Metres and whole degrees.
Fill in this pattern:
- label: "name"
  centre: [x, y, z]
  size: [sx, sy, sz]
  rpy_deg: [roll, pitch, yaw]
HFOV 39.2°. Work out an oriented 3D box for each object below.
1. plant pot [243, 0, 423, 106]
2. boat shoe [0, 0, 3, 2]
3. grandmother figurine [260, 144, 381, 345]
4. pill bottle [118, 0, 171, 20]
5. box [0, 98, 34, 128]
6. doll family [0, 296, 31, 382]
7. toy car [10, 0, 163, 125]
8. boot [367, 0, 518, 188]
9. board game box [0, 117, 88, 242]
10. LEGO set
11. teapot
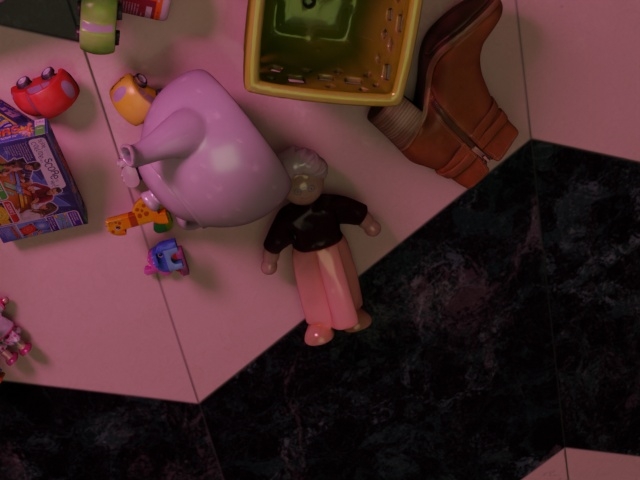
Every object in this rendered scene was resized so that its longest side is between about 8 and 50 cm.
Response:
- label: "plant pot"
  centre: [0.003, -0.330, 1.267]
  size: [0.228, 0.207, 0.227]
  rpy_deg: [4, 113, -13]
- label: "boat shoe"
  centre: [-0.418, -0.351, 1.139]
  size: [0.320, 0.103, 0.118]
  rpy_deg: [-13, 157, 39]
- label: "grandmother figurine"
  centre: [0.000, 0.000, 1.474]
  size: [0.207, 0.104, 0.342]
  rpy_deg: [-24, 119, -14]
- label: "pill bottle"
  centre: [-0.284, -0.365, 1.262]
  size: [0.152, 0.086, 0.086]
  rpy_deg: [8, 112, -15]
- label: "box"
  centre: [-0.508, -0.193, 1.309]
  size: [0.169, 0.059, 0.054]
  rpy_deg: [35, 106, -23]
- label: "doll family"
  centre: [-0.601, 0.192, 1.429]
  size: [0.263, 0.118, 0.163]
  rpy_deg: [-36, 115, 6]
- label: "toy car"
  centre: [-0.321, -0.250, 1.280]
  size: [0.239, 0.053, 0.225]
  rpy_deg: [4, 137, -13]
- label: "boot"
  centre: [0.239, -0.227, 1.410]
  size: [0.220, 0.109, 0.283]
  rpy_deg: [33, 106, -21]
- label: "board game box"
  centre: [-0.441, -0.085, 1.339]
  size: [0.136, 0.035, 0.201]
  rpy_deg: [-13, 141, -5]
- label: "LEGO set"
  centre: [-0.282, -0.022, 1.415]
  size: [0.093, 0.087, 0.227]
  rpy_deg: [-16, 114, -4]
- label: "teapot"
  centre: [-0.176, -0.106, 1.302]
  size: [0.187, 0.252, 0.256]
  rpy_deg: [-39, 119, -3]
